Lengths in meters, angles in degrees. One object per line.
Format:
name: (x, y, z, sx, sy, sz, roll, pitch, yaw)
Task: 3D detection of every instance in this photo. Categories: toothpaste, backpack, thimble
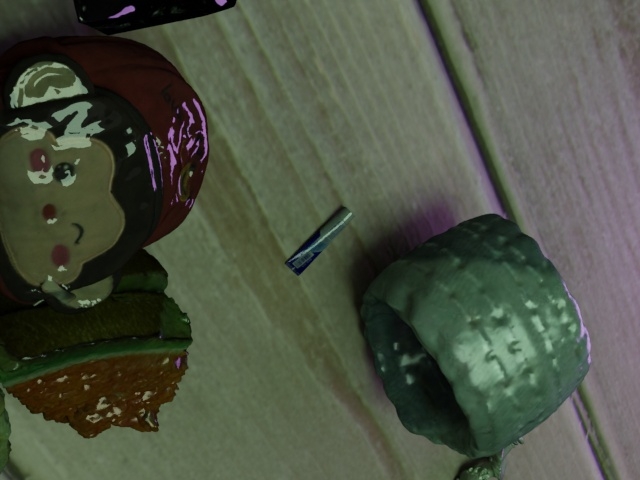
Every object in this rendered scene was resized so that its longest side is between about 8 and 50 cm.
toothpaste: (0.000, 0.000, 1.207, 0.083, 0.015, 0.024, -46, 130, 0)
backpack: (-0.191, -0.064, 0.963, 0.229, 0.139, 0.229, -20, 128, -29)
thimble: (0.155, 0.107, 1.238, 0.172, 0.205, 0.250, -32, 131, -17)

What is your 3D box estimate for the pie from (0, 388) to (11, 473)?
pie: (-0.383, 0.188, 0.982, 0.274, 0.105, 0.257, -26, 133, -21)

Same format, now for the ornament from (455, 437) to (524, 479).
ornament: (0.209, 0.268, 1.458, 0.092, 0.041, 0.068, -32, 150, -32)

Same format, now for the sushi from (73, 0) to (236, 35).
sushi: (-0.097, -0.280, 0.865, 0.212, 0.215, 0.227, -12, 98, -5)

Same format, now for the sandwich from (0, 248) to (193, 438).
sandwich: (-0.212, 0.097, 1.061, 0.184, 0.109, 0.160, -8, 136, -33)
